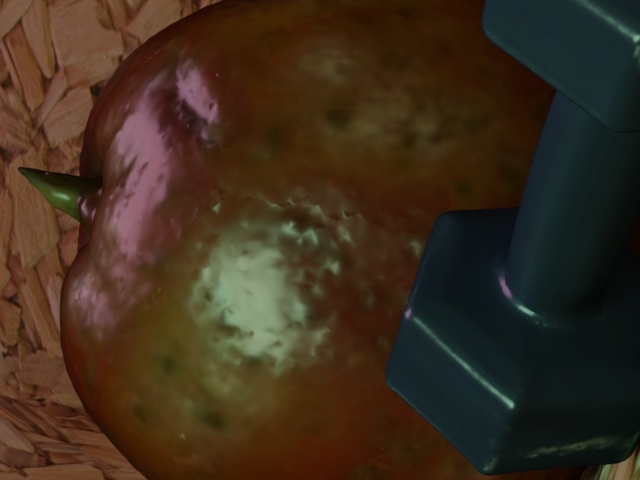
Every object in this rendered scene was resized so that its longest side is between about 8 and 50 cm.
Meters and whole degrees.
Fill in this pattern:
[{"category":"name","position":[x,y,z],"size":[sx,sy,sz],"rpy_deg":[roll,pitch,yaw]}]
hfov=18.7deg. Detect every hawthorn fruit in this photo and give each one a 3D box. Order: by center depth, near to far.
[{"category":"hawthorn fruit","position":[0.000,0.000,1.252],"size":[0.403,0.402,0.403],"rpy_deg":[18,-90,-85]}]

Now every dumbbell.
[{"category":"dumbbell","position":[0.128,-0.030,0.924],"size":[0.316,0.156,0.144],"rpy_deg":[103,157,-45]}]
